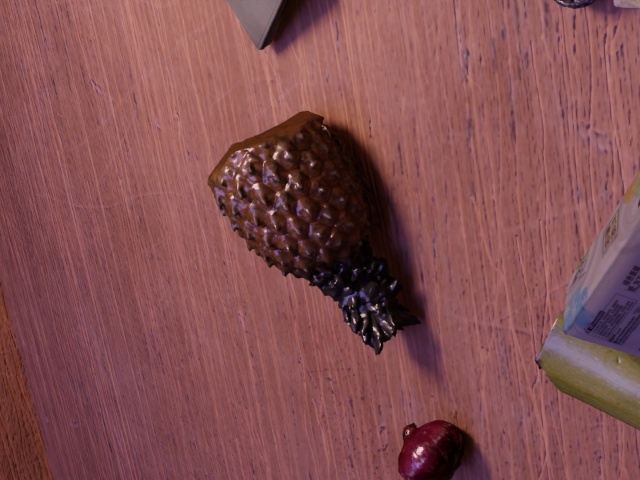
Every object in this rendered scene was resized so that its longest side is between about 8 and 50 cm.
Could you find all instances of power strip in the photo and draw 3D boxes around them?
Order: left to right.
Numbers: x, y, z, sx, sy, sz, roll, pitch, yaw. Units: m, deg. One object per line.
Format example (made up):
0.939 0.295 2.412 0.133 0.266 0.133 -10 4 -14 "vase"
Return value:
-0.093 -0.396 1.560 0.198 0.064 0.213 61 159 7 "power strip"

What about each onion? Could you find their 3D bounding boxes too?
0.154 0.300 1.580 0.097 0.107 0.107 44 141 16 "onion"

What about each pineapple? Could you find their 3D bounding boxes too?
0.000 0.000 1.563 0.362 0.202 0.202 59 147 -5 "pineapple"

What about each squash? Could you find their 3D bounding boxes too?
0.386 0.168 1.197 0.287 0.137 0.137 32 134 24 "squash"

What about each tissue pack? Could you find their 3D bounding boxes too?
0.359 -0.001 1.100 0.159 0.145 0.229 16 136 -4 "tissue pack"

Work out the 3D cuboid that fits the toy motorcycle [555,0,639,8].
0.305 -0.318 1.014 0.341 0.108 0.223 21 131 56 "toy motorcycle"
